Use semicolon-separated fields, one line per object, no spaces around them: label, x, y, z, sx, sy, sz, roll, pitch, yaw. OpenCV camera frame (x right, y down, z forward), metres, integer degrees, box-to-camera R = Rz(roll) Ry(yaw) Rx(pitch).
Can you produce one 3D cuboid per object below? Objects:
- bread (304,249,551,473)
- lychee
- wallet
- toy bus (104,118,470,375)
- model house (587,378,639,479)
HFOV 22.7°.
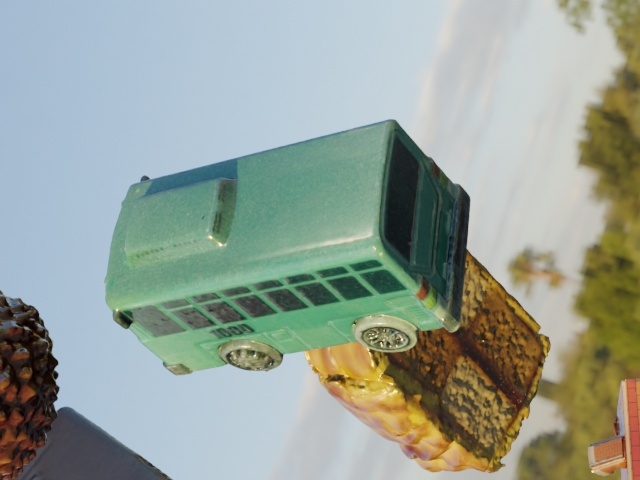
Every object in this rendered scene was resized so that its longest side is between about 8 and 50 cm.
bread;0.095;0.098;1.390;0.222;0.096;0.181;44;-123;-31
lychee;-0.281;0.116;1.148;0.188;0.188;0.188;18;-90;-79
wallet;-0.184;0.259;1.465;0.124;0.244;0.025;-52;-24;-15
toy bus;-0.032;0.009;1.176;0.147;0.256;0.128;45;-137;-45
model house;0.375;0.236;1.555;0.207;0.154;0.294;-30;50;45
